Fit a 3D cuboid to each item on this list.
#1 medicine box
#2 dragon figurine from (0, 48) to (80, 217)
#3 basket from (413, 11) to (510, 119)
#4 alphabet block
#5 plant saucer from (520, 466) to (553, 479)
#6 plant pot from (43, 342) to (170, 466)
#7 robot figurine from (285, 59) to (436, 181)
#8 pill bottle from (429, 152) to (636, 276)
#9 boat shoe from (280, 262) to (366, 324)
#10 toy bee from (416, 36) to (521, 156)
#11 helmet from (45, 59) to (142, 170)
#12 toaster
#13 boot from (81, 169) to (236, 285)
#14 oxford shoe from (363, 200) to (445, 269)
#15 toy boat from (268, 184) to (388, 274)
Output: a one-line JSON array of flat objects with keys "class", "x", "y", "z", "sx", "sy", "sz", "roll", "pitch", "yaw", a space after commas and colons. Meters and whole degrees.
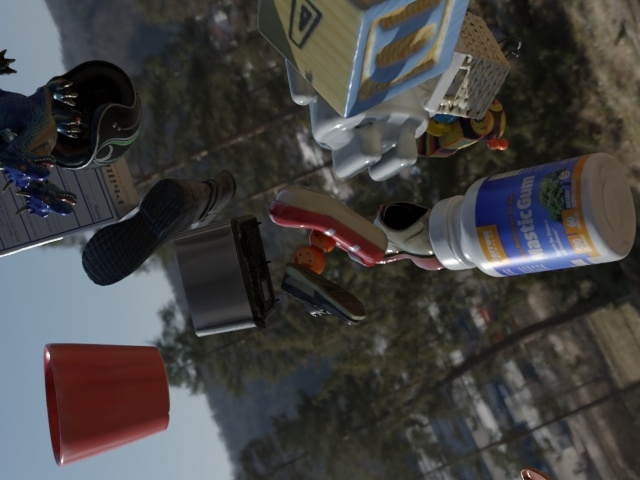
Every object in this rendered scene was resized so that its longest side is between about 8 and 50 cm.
[{"class": "medicine box", "x": -0.555, "y": -0.139, "z": 1.840, "sx": 0.149, "sy": 0.289, "sz": 0.264, "roll": -66, "pitch": -41, "yaw": -73}, {"class": "dragon figurine", "x": -0.353, "y": -0.125, "z": 0.949, "sx": 0.289, "sy": 0.144, "sz": 0.085, "roll": 26, "pitch": 134, "yaw": 16}, {"class": "basket", "x": 0.204, "y": -0.275, "z": 1.382, "sx": 0.167, "sy": 0.103, "sz": 0.113, "roll": -104, "pitch": 31, "yaw": -46}, {"class": "alphabet block", "x": 0.053, "y": -0.309, "z": 1.151, "sx": 0.197, "sy": 0.192, "sz": 0.193, "roll": 50, "pitch": 152, "yaw": 24}, {"class": "plant saucer", "x": 0.405, "y": 0.444, "z": 1.663, "sx": 0.083, "sy": 0.013, "sz": 0.083, "roll": 36, "pitch": 156, "yaw": 19}, {"class": "plant pot", "x": -0.474, "y": 0.345, "z": 2.018, "sx": 0.275, "sy": 0.243, "sz": 0.275, "roll": 174, "pitch": 90, "yaw": -68}, {"class": "robot figurine", "x": 0.073, "y": -0.283, "z": 1.549, "sx": 0.199, "sy": 0.299, "sz": 0.354, "roll": -25, "pitch": 67, "yaw": 53}, {"class": "pill bottle", "x": 0.300, "y": -0.028, "z": 1.322, "sx": 0.152, "sy": 0.272, "sz": 0.153, "roll": 16, "pitch": -111, "yaw": -48}, {"class": "boat shoe", "x": 0.002, "y": 0.082, "z": 1.264, "sx": 0.152, "sy": 0.056, "sz": 0.049, "roll": 35, "pitch": 108, "yaw": 41}, {"class": "toy bee", "x": 0.275, "y": -0.223, "z": 1.715, "sx": 0.298, "sy": 0.195, "sz": 0.162, "roll": 119, "pitch": 136, "yaw": -62}, {"class": "helmet", "x": -0.370, "y": -0.202, "z": 1.479, "sx": 0.161, "sy": 0.169, "sz": 0.170, "roll": -50, "pitch": -56, "yaw": -58}, {"class": "toaster", "x": -0.140, "y": 0.054, "z": 1.393, "sx": 0.185, "sy": 0.110, "sz": 0.168, "roll": -38, "pitch": -66, "yaw": -83}, {"class": "boot", "x": -0.335, "y": -0.021, "z": 1.946, "sx": 0.118, "sy": 0.338, "sz": 0.222, "roll": 60, "pitch": -154, "yaw": 7}, {"class": "oxford shoe", "x": 0.153, "y": -0.032, "z": 1.847, "sx": 0.130, "sy": 0.123, "sz": 0.348, "roll": 53, "pitch": 156, "yaw": -23}, {"class": "toy boat", "x": 0.000, "y": 0.000, "z": 1.672, "sx": 0.231, "sy": 0.151, "sz": 0.151, "roll": 32, "pitch": 177, "yaw": -27}]
